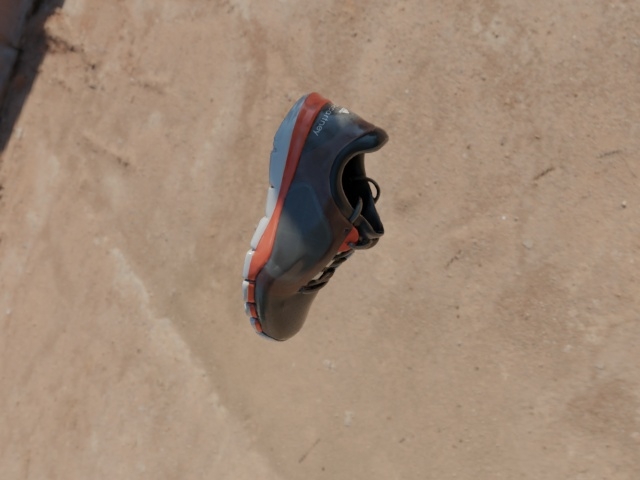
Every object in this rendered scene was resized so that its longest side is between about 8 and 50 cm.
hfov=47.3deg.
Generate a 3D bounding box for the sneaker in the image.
[{"bbox_3d":[0.000,0.000,0.410,0.065,0.061,0.157,20,123,14],"label":"sneaker"}]
